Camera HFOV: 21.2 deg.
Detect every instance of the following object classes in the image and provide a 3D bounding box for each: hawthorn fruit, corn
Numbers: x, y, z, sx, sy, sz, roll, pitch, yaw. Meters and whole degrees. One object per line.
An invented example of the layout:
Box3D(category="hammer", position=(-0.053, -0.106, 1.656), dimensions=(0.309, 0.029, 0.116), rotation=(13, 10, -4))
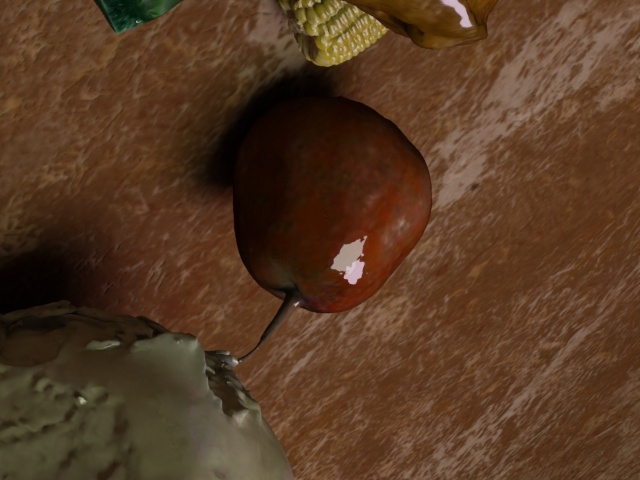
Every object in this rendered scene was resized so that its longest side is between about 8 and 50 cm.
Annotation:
Box3D(category="hawthorn fruit", position=(0.008, -0.007, 1.191), dimensions=(0.149, 0.189, 0.149), rotation=(-2, 170, 0))
Box3D(category="corn", position=(0.050, -0.181, 1.098), dimensions=(0.165, 0.063, 0.085), rotation=(-34, 128, -9))

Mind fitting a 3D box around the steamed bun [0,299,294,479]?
Box3D(category="steamed bun", position=(-0.179, 0.182, 1.175), dimensions=(0.334, 0.233, 0.312), rotation=(7, 155, -1))

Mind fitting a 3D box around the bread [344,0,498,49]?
Box3D(category="bread", position=(0.052, -0.220, 0.880), dimensions=(0.194, 0.179, 0.340), rotation=(-41, 142, 3))

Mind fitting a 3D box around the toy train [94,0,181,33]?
Box3D(category="toy train", position=(-0.121, -0.202, 0.798), dimensions=(0.083, 0.132, 0.200), rotation=(-36, 154, -6))
